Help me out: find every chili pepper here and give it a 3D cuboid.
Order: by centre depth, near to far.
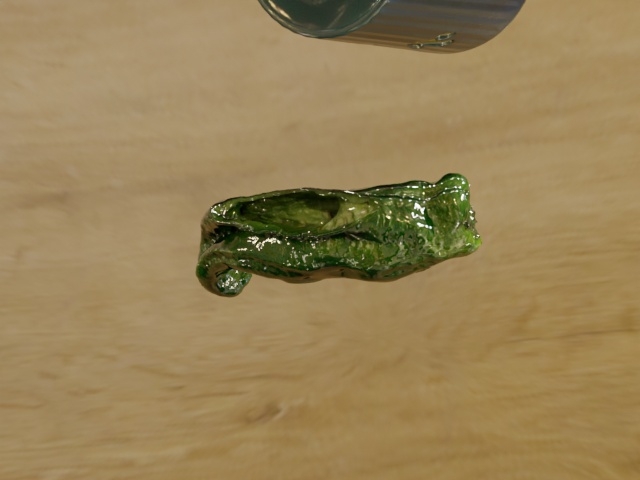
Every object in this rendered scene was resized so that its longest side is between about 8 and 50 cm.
[{"bbox_3d":[-0.006,0.000,0.986,0.182,0.073,0.050,-8,85,39],"label":"chili pepper"}]

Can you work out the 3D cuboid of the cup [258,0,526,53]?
[{"bbox_3d":[0.056,-0.174,1.149,0.176,0.155,0.131,-1,96,33],"label":"cup"}]
